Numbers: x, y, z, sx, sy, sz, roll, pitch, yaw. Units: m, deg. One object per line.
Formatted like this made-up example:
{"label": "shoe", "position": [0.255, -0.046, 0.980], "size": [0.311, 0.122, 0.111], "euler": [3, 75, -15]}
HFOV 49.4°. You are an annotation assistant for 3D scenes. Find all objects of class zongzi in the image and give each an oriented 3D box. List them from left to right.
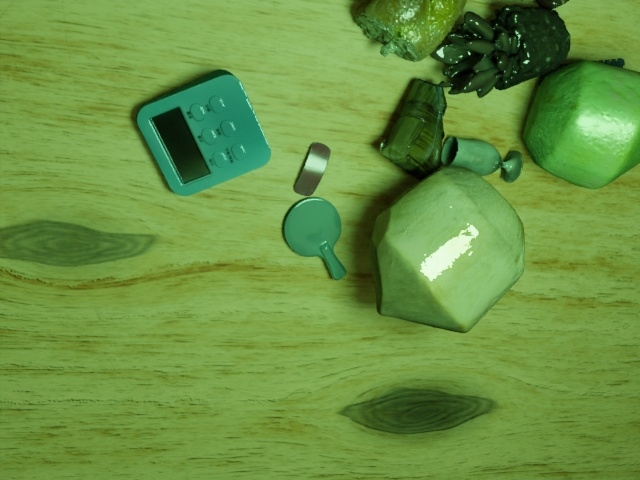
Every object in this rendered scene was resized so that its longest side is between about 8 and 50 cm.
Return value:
{"label": "zongzi", "position": [0.275, -0.260, 1.740], "size": [0.242, 0.112, 0.221], "euler": [27, 85, -46]}

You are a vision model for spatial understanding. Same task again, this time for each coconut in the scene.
{"label": "coconut", "position": [0.284, 0.034, 1.699], "size": [0.415, 0.345, 0.416], "euler": [-6, 112, -15]}
{"label": "coconut", "position": [0.689, -0.289, 1.741], "size": [0.328, 0.281, 0.329], "euler": [0, 76, -1]}

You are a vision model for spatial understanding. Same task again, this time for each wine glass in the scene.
{"label": "wine glass", "position": [0.414, -0.210, 1.794], "size": [0.202, 0.093, 0.093], "euler": [8, 106, -22]}

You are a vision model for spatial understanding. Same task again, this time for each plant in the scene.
{"label": "plant", "position": [0.422, -0.450, 1.658], "size": [0.320, 0.194, 0.182], "euler": [-15, 78, -23]}

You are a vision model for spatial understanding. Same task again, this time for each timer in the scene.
{"label": "timer", "position": [-0.262, -0.235, 1.567], "size": [0.249, 0.091, 0.232], "euler": [-26, 115, -4]}

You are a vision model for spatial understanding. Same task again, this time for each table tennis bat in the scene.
{"label": "table tennis bat", "position": [0.000, 0.000, 1.766], "size": [0.149, 0.038, 0.237], "euler": [-33, 111, -6]}

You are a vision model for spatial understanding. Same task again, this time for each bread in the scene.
{"label": "bread", "position": [0.210, -0.524, 1.568], "size": [0.195, 0.176, 0.246], "euler": [32, 96, -24]}

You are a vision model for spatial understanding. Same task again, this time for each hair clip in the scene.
{"label": "hair clip", "position": [-0.019, -0.172, 1.704], "size": [0.054, 0.022, 0.137], "euler": [19, 102, -20]}

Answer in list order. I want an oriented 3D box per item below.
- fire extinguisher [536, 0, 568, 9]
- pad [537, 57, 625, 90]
{"label": "fire extinguisher", "position": [0.478, -0.700, 1.631], "size": [0.141, 0.105, 0.341], "euler": [-42, 119, -2]}
{"label": "pad", "position": [0.698, -0.348, 1.882], "size": [0.269, 0.012, 0.269], "euler": [-10, 112, -15]}
